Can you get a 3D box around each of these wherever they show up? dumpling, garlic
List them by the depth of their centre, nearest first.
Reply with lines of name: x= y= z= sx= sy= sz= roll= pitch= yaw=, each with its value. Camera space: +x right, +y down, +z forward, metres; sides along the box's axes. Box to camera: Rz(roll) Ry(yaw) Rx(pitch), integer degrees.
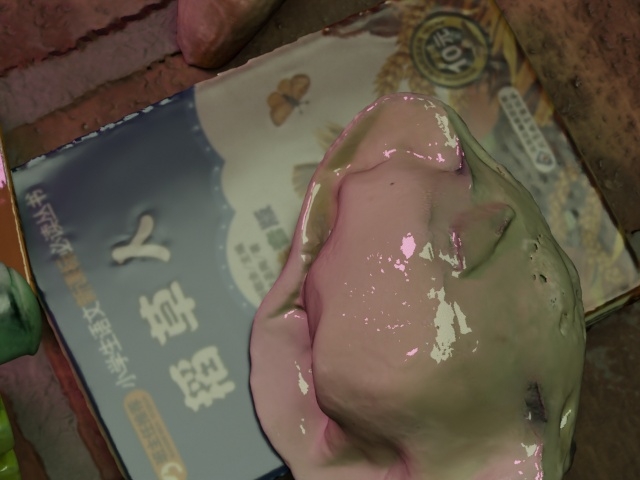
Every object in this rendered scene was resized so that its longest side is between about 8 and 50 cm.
dumpling: x=0.064 y=0.070 z=1.384 sx=0.243 sy=0.187 sz=0.318 roll=-25 pitch=69 yaw=29
garlic: x=-0.046 y=-0.230 z=1.514 sx=0.087 sy=0.101 sz=0.195 roll=31 pitch=71 yaw=1

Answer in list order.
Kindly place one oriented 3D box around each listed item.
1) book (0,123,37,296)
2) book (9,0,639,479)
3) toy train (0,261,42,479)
book: x=-0.283 y=-0.024 z=1.440 sx=0.118 sy=0.012 sz=0.172 roll=-16 pitch=76 yaw=7
book: x=0.000 y=0.000 z=1.474 sx=0.428 sy=0.039 sz=0.300 roll=-26 pitch=80 yaw=-11
toy train: x=-0.392 y=0.136 z=1.258 sx=0.442 sy=0.272 sz=0.179 roll=-18 pitch=64 yaw=-14
